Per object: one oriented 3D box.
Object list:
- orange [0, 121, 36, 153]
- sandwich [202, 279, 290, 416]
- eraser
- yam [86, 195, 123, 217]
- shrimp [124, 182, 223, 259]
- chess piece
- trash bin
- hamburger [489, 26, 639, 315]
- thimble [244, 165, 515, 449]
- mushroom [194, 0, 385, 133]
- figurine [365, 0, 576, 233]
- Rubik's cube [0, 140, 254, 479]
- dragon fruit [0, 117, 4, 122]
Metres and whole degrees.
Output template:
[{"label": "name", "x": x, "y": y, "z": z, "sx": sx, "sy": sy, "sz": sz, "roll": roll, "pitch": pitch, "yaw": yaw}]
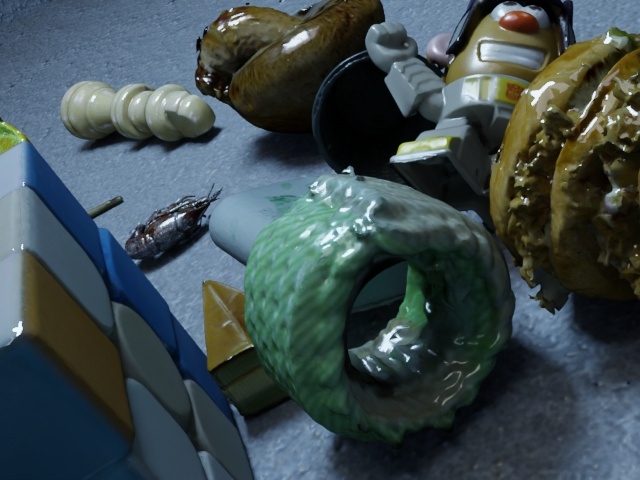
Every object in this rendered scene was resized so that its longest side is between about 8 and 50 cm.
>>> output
[{"label": "orange", "x": -0.588, "y": -0.084, "z": 1.507, "sx": 0.179, "sy": 0.158, "sz": 0.237, "roll": -10, "pitch": 37, "yaw": 34}, {"label": "sandwich", "x": -0.056, "y": 0.088, "z": 0.888, "sx": 0.114, "sy": 0.079, "sz": 0.163, "roll": -26, "pitch": 30, "yaw": 5}, {"label": "eraser", "x": 0.000, "y": 0.000, "z": 0.920, "sx": 0.174, "sy": 0.081, "sz": 0.227, "roll": -12, "pitch": 23, "yaw": -27}, {"label": "yam", "x": -0.374, "y": -0.048, "z": 1.411, "sx": 0.107, "sy": 0.014, "sz": 0.014, "roll": -27, "pitch": 32, "yaw": 9}, {"label": "shrimp", "x": -0.202, "y": -0.025, "z": 1.191, "sx": 0.165, "sy": 0.056, "sz": 0.065, "roll": -34, "pitch": 25, "yaw": -9}, {"label": "chess piece", "x": -0.326, "y": -0.234, "z": 1.544, "sx": 0.397, "sy": 0.117, "sz": 0.117, "roll": 9, "pitch": 50, "yaw": 45}, {"label": "trash bin", "x": 0.075, "y": -0.168, "z": 1.058, "sx": 0.176, "sy": 0.175, "sz": 0.161, "roll": -26, "pitch": 22, "yaw": 10}, {"label": "hamburger", "x": 0.260, "y": -0.048, "z": 0.663, "sx": 0.260, "sy": 0.245, "sz": 0.211, "roll": -57, "pitch": 36, "yaw": -2}, {"label": "thimble", "x": 0.049, "y": 0.052, "z": 0.710, "sx": 0.219, "sy": 0.219, "sz": 0.150, "roll": -40, "pitch": 29, "yaw": -13}, {"label": "mushroom", "x": -0.040, "y": -0.253, "z": 1.233, "sx": 0.283, "sy": 0.195, "sz": 0.263, "roll": -2, "pitch": 32, "yaw": 16}, {"label": "figurine", "x": 0.189, "y": -0.154, "z": 0.896, "sx": 0.308, "sy": 0.309, "sz": 0.143, "roll": -56, "pitch": 7, "yaw": -34}, {"label": "Rubik's cube", "x": -0.275, "y": 0.185, "z": 0.691, "sx": 0.347, "sy": 0.344, "sz": 0.347, "roll": -32, "pitch": 33, "yaw": 1}, {"label": "dragon fruit", "x": -0.748, "y": -0.154, "z": 1.677, "sx": 0.303, "sy": 0.237, "sz": 0.231, "roll": -37, "pitch": 11, "yaw": 34}]
